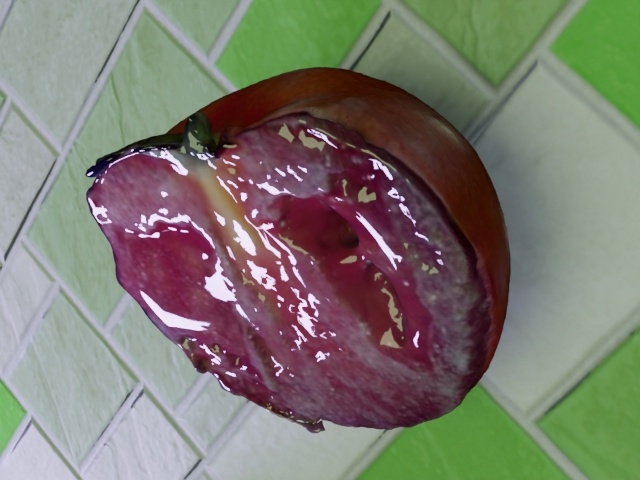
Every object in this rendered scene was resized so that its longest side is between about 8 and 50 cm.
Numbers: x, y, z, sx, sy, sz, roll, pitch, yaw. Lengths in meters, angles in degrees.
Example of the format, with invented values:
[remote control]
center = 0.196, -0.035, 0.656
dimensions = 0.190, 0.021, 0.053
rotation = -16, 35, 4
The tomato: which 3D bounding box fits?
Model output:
[tomato]
center = -0.002, -0.001, 0.755
dimensions = 0.335, 0.176, 0.289
rotation = -10, 117, 34
